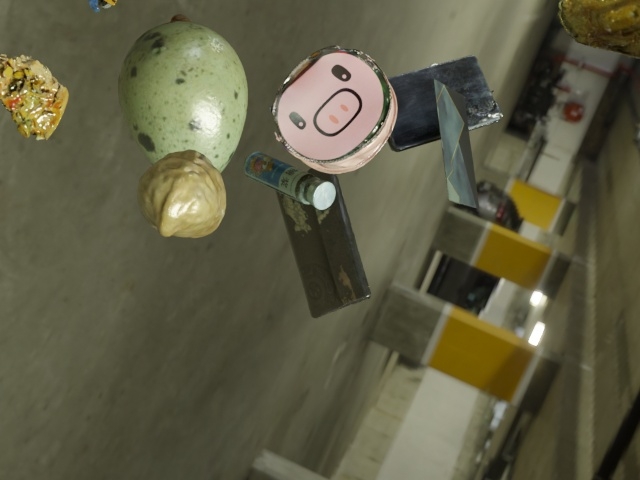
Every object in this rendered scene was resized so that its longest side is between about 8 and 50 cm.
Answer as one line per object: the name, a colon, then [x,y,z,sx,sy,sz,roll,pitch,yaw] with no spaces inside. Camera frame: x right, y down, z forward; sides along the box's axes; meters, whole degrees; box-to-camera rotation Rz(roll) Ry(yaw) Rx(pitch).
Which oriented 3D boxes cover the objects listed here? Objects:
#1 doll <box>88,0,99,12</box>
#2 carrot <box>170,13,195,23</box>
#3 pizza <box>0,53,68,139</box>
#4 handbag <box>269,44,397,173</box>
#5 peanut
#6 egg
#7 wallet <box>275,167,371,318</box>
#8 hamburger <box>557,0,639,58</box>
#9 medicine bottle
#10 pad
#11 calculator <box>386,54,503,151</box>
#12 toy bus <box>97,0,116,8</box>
doll: [-0.439,-0.559,1.854,0.067,0.109,0.206,-10,113,-69]
carrot: [-0.215,-0.343,1.535,0.165,0.035,0.036,46,-61,56]
pizza: [-0.623,-0.324,1.962,0.147,0.069,0.226,-53,125,-28]
handbag: [0.026,-0.203,1.470,0.205,0.179,0.116,-47,179,-2]
peanut: [-0.147,-0.045,0.979,0.214,0.099,0.100,-76,-172,-84]
egg: [-0.185,-0.187,1.282,0.177,0.177,0.228,-23,104,-76]
wallet: [0.000,0.000,2.060,0.170,0.321,0.044,-24,168,36]
hamburger: [0.402,-0.381,1.153,0.134,0.265,0.285,-51,154,-49]
medicine bottle: [-0.054,-0.100,1.539,0.051,0.191,0.051,-20,121,-36]
pad: [0.269,-0.188,1.838,0.163,0.004,0.243,7,74,-59]
calculator: [0.241,-0.288,1.935,0.261,0.161,0.021,-16,170,-16]
toy bus: [-0.383,-0.438,1.494,0.074,0.162,0.069,-57,149,6]
